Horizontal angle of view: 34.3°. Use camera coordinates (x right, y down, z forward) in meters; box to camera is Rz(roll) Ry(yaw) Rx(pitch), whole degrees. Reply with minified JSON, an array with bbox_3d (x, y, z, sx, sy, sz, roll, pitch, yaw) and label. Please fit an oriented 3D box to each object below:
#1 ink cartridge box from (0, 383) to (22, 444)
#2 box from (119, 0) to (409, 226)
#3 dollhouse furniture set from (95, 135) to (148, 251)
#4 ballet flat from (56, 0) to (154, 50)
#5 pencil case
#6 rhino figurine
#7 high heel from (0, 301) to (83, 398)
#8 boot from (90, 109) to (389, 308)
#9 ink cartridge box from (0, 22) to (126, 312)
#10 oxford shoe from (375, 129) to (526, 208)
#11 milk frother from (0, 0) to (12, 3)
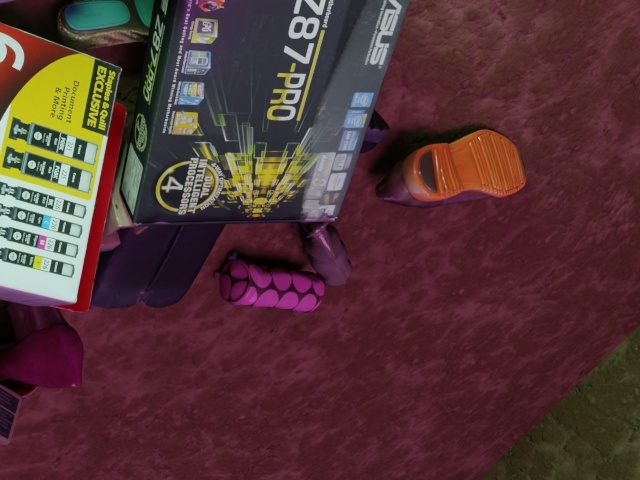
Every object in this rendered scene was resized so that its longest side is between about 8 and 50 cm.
[{"bbox_3d":[-0.616,0.243,1.597,0.234,0.088,0.193,-1,151,21],"label":"ink cartridge box"},{"bbox_3d":[-0.082,-0.199,1.393,0.318,0.097,0.395,-3,130,-28],"label":"box"},{"bbox_3d":[-0.472,-0.030,1.528,0.303,0.174,0.355,-7,164,-42],"label":"dollhouse furniture set"},{"bbox_3d":[-0.254,-0.293,1.384,0.206,0.073,0.067,-9,165,-27],"label":"ballet flat"},{"bbox_3d":[-0.093,0.084,1.922,0.209,0.098,0.095,14,79,-46],"label":"pencil case"},{"bbox_3d":[0.000,0.000,1.877,0.073,0.106,0.243,-31,145,-5],"label":"rhino figurine"},{"bbox_3d":[-0.475,0.235,1.678,0.127,0.181,0.377,-13,154,-30],"label":"high heel"},{"bbox_3d":[-0.144,-0.067,1.646,0.367,0.146,0.445,13,121,-34],"label":"boot"},{"bbox_3d":[-0.359,-0.083,1.288,0.271,0.310,0.130,16,166,-35],"label":"ink cartridge box"},{"bbox_3d":[0.251,-0.127,1.948,0.363,0.130,0.132,-6,169,-43],"label":"oxford shoe"},{"bbox_3d":[-0.362,-0.353,1.204,0.134,0.129,0.143,-19,99,-21],"label":"milk frother"}]
